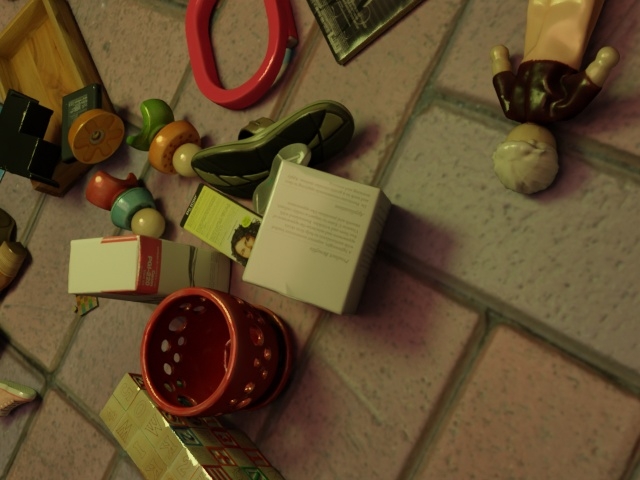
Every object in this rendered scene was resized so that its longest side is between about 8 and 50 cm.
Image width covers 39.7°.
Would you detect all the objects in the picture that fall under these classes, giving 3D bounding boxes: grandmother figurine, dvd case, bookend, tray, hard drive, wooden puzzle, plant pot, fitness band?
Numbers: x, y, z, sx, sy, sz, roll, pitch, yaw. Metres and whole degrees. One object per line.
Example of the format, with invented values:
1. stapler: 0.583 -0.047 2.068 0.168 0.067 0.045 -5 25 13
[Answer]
1. grandmother figurine: 0.313 -0.229 1.197 0.208 0.104 0.342 14 88 64
2. dvd case: 0.085 -0.412 1.444 0.221 0.018 0.164 -36 59 23
3. bookend: -0.551 -0.197 1.701 0.156 0.072 0.157 16 86 35
4. tray: -0.553 -0.309 1.822 0.203 0.076 0.411 -40 60 20
5. hard drive: -0.449 -0.219 1.668 0.094 0.022 0.135 -15 69 30
6. wooden puzzle: -0.440 0.111 1.674 0.083 0.006 0.049 -29 63 25
7. plant pot: -0.150 0.177 1.353 0.191 0.174 0.191 -10 71 32
8. fitness band: -0.145 -0.371 1.575 0.209 0.054 0.291 -27 63 29

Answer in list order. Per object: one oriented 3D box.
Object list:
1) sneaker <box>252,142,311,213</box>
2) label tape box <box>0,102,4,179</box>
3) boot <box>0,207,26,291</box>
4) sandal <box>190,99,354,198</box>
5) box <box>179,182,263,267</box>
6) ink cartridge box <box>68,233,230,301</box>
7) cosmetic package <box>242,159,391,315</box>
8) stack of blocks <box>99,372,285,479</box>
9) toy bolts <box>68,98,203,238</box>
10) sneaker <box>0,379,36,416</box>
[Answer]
1. sneaker: -0.051 -0.098 1.406 0.152 0.061 0.054 -50 47 40
2. label tape box: -0.821 -0.229 1.965 0.333 0.106 0.241 30 96 36
3. boot: -0.691 0.025 1.832 0.152 0.073 0.197 -50 53 18
4. sandal: -0.074 -0.154 1.443 0.302 0.120 0.086 -19 42 26
5. box: -0.128 -0.011 1.460 0.232 0.058 0.087 28 94 37
6. ink cartridge box: -0.275 0.053 1.445 0.158 0.218 0.092 -4 81 34
7. cosmetic package: 0.000 0.000 1.283 0.151 0.151 0.184 19 89 11
8. stack of blocks: -0.180 0.329 1.336 0.297 0.171 0.087 41 101 36
9. toy bolts: -0.323 -0.110 1.548 0.158 0.218 0.228 41 120 28
10. sneaker: -0.595 0.310 1.702 0.134 0.051 0.070 5 82 39
